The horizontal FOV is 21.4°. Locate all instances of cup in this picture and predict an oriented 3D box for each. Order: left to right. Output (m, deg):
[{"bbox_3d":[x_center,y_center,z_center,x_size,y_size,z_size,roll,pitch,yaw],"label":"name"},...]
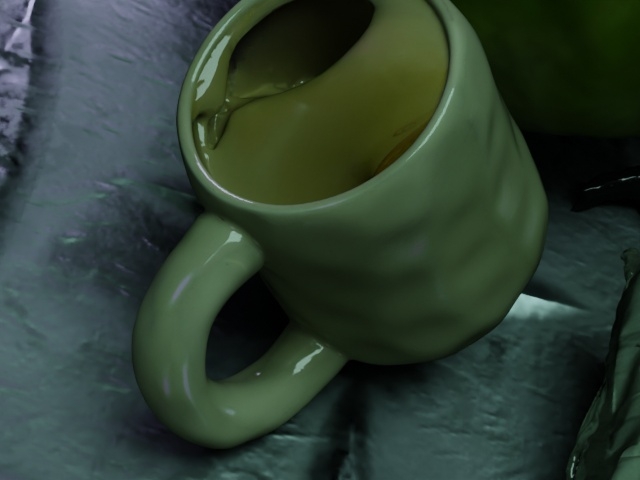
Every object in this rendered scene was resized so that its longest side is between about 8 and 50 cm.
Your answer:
[{"bbox_3d":[0.019,0.000,0.938,0.173,0.202,0.255,6,64,25],"label":"cup"}]

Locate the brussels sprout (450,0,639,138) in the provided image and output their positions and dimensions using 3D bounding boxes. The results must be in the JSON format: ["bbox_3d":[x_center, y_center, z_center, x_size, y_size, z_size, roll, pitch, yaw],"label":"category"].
[{"bbox_3d":[0.124,-0.261,1.071,0.361,0.342,0.425,-23,58,-39],"label":"brussels sprout"}]

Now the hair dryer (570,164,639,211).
[{"bbox_3d":[0.343,0.002,1.134,0.341,0.123,0.312,-1,48,-8],"label":"hair dryer"}]

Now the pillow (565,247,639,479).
[{"bbox_3d":[0.268,0.169,0.977,0.283,0.138,0.310,28,54,-13],"label":"pillow"}]
